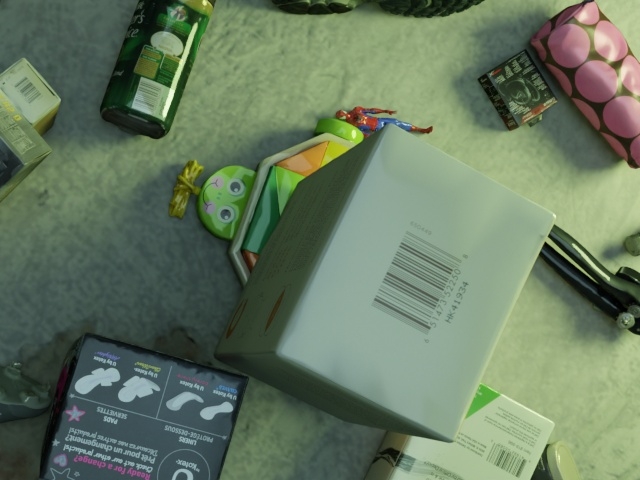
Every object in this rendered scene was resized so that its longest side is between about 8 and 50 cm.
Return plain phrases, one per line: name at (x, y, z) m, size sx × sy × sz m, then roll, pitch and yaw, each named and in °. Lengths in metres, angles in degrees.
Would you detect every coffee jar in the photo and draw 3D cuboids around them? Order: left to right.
coffee jar at (-0.173, -0.208, 1.282) m, size 0.079 × 0.096 × 0.184 m, roll 21°, pitch 79°, yaw -14°

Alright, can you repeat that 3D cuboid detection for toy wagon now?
toy wagon at (0.000, 0.000, 1.317) m, size 0.344 × 0.068 × 0.267 m, roll 21°, pitch 80°, yaw -11°

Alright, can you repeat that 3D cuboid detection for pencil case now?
pencil case at (0.350, -0.190, 1.413) m, size 0.098 × 0.095 × 0.209 m, roll -41°, pitch 97°, yaw -35°

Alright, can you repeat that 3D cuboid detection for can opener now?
can opener at (0.326, 0.047, 1.406) m, size 0.186 × 0.073 × 0.059 m, roll 33°, pitch 117°, yaw -5°

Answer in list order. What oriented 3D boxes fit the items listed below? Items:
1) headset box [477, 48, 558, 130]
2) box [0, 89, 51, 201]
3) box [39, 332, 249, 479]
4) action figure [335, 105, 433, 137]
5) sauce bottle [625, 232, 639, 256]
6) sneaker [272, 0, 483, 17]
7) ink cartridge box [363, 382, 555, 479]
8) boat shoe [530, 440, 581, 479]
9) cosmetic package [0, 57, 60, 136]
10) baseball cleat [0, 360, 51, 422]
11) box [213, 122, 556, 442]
headset box at (0.237, -0.175, 1.411) m, size 0.062 × 0.032 × 0.083 m, roll -34°, pitch 94°, yaw -14°
box at (-0.409, -0.118, 1.184) m, size 0.183 × 0.056 × 0.231 m, roll -38°, pitch 95°, yaw 27°
box at (-0.184, 0.180, 1.162) m, size 0.163 × 0.247 × 0.142 m, roll 17°, pitch 80°, yaw -11°
action figure at (0.073, -0.132, 1.370) m, size 0.115 × 0.030 × 0.038 m, roll 13°, pitch 87°, yaw -10°
sauce bottle at (0.431, -0.012, 1.437) m, size 0.128 × 0.042 × 0.042 m, roll -22°, pitch 90°, yaw -14°
sneaker at (0.082, -0.329, 1.351) m, size 0.283 × 0.110 × 0.122 m, roll 0°, pitch 81°, yaw -14°
ink cartridge box at (0.141, 0.260, 1.316) m, size 0.153 × 0.087 × 0.208 m, roll 30°, pitch 78°, yaw -9°
boat shoe at (0.279, 0.333, 1.368) m, size 0.065 × 0.075 × 0.206 m, roll -16°, pitch 95°, yaw 28°
cosmetic package at (-0.307, -0.142, 1.232) m, size 0.041 × 0.115 × 0.060 m, roll -42°, pitch 96°, yaw -17°
baseball cleat at (-0.382, 0.173, 1.205) m, size 0.206 × 0.072 × 0.109 m, roll 14°, pitch 113°, yaw -34°
box at (0.041, 0.049, 1.109) m, size 0.168 × 0.345 × 0.215 m, roll 28°, pitch 79°, yaw -10°
